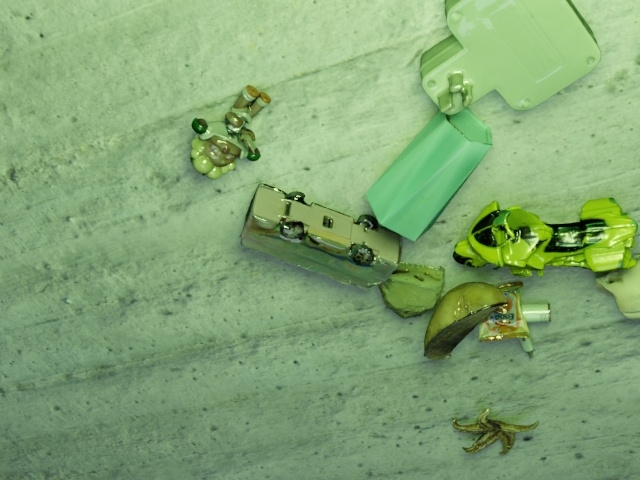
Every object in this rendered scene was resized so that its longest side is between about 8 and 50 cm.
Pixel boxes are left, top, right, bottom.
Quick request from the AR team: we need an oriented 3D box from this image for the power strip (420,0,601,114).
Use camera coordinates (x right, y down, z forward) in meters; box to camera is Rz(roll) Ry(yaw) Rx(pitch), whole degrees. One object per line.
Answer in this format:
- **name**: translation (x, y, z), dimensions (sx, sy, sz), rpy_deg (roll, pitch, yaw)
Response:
- **power strip**: translation (0.285, -0.304, 1.324), dimensions (0.261, 0.141, 0.229), rpy_deg (-32, 119, 28)

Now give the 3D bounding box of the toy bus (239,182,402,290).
- **toy bus**: translation (0.000, 0.000, 1.657), dimensions (0.317, 0.112, 0.138), rpy_deg (22, 135, -9)

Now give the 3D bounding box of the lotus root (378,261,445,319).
- **lotus root**: translation (0.192, 0.117, 1.753), dimensions (0.143, 0.070, 0.144), rpy_deg (2, 132, 7)

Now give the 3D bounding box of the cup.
- **cup**: translation (0.199, -0.132, 1.499), dimensions (0.148, 0.134, 0.235), rpy_deg (23, 127, -15)

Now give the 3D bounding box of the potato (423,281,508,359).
- **potato**: translation (0.271, 0.156, 1.740), dimensions (0.120, 0.100, 0.261), rpy_deg (-2, 148, -27)

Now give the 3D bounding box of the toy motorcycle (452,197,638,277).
- **toy motorcycle**: translation (0.421, -0.003, 1.569), dimensions (0.342, 0.142, 0.206), rpy_deg (-4, 169, 11)

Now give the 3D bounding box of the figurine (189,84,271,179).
- **figurine**: translation (-0.167, -0.194, 1.516), dimensions (0.147, 0.093, 0.197), rpy_deg (26, 130, -28)

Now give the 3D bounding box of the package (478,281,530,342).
- **package**: translation (0.382, 0.153, 1.744), dimensions (0.108, 0.031, 0.120), rpy_deg (-8, 90, 15)

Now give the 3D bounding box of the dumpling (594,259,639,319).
- **dumpling**: translation (0.657, 0.106, 1.651), dimensions (0.199, 0.118, 0.136), rpy_deg (8, 155, 40)

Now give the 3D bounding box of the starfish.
- **starfish**: translation (0.444, 0.474, 2.046), dimensions (0.238, 0.057, 0.213), rpy_deg (-24, 132, 32)

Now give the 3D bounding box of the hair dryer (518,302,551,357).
- **hair dryer**: translation (0.430, 0.209, 1.822), dimensions (0.155, 0.044, 0.183), rpy_deg (-2, 134, 13)
